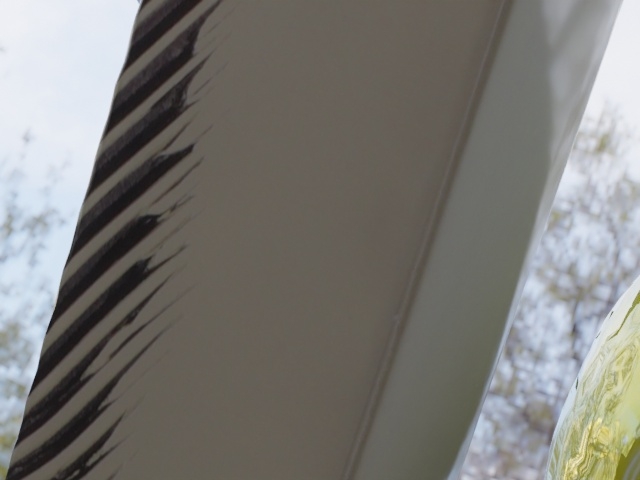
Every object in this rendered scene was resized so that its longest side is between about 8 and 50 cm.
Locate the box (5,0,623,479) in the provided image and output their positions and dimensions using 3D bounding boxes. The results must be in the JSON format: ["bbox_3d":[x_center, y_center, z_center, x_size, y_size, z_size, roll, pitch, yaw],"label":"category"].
[{"bbox_3d":[0.000,0.000,0.452,0.094,0.113,0.275,22,-78,20],"label":"box"}]

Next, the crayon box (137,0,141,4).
[{"bbox_3d":[0.093,-0.195,0.992,0.106,0.313,0.363,62,-21,-16],"label":"crayon box"}]

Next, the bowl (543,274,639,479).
[{"bbox_3d":[0.191,0.066,0.466,0.290,0.289,0.156,7,-26,21],"label":"bowl"}]
